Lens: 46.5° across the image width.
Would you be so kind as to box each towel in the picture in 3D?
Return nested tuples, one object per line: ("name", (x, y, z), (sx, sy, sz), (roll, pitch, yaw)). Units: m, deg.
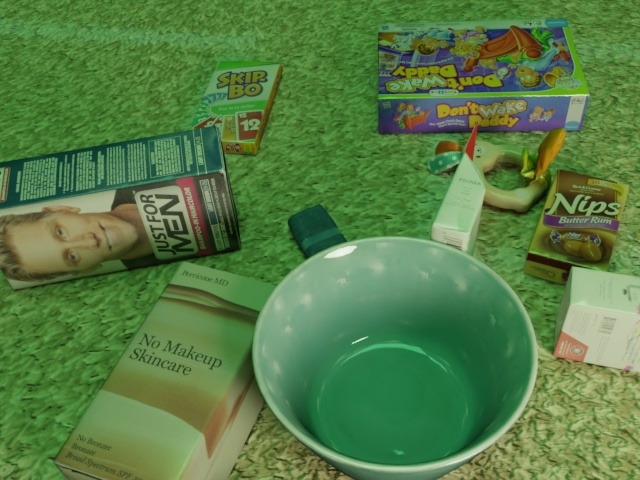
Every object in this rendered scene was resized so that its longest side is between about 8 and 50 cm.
("towel", (0.000, 0.000, 1.119), (0.067, 0.029, 0.119), (-20, 50, -13))

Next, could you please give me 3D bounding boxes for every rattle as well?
("rattle", (0.262, -0.141, 1.157), (0.200, 0.143, 0.130), (37, 79, 25))

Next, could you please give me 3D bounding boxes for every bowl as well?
("bowl", (0.083, 0.159, 0.877), (0.311, 0.163, 0.311), (-2, 48, 3))

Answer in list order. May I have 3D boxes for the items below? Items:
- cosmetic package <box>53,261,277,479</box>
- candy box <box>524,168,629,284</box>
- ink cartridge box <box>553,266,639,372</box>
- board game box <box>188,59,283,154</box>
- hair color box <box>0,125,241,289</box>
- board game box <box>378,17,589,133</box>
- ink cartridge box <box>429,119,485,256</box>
("cosmetic package", (-0.161, 0.185, 0.898), (0.153, 0.129, 0.296), (11, 49, 16))
("candy box", (0.375, -0.018, 1.089), (0.109, 0.053, 0.186), (16, 50, 19))
("ink cartridge box", (0.403, 0.107, 0.930), (0.198, 0.115, 0.067), (10, 49, 12))
("board game box", (-0.151, -0.255, 1.363), (0.124, 0.039, 0.259), (5, 46, 8))
("hair color box", (-0.302, -0.045, 1.089), (0.347, 0.174, 0.105), (-10, 49, -4))
("board game box", (0.276, -0.296, 1.331), (0.347, 0.078, 0.233), (-1, 48, 4))
("ink cartridge box", (0.200, -0.027, 1.025), (0.056, 0.181, 0.224), (17, 50, 18))
